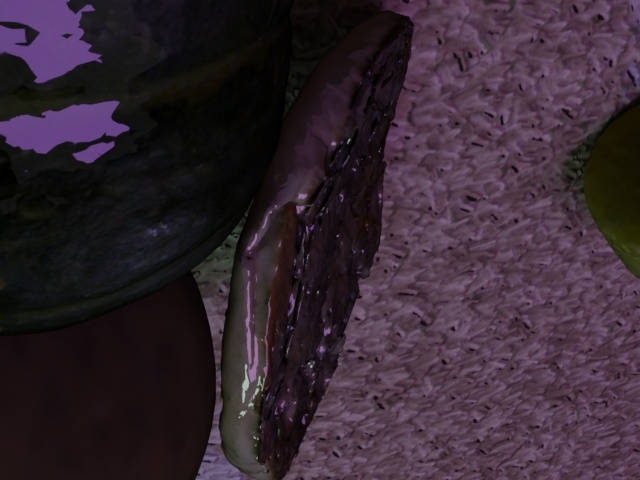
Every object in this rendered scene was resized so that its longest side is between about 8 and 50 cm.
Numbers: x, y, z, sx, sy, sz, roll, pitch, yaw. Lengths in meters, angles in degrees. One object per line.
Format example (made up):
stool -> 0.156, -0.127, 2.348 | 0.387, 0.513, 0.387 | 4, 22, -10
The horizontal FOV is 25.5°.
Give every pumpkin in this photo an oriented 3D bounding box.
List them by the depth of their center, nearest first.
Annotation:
pumpkin -> -0.113, -0.114, 0.511 | 0.207, 0.300, 0.300 | -6, 134, -21

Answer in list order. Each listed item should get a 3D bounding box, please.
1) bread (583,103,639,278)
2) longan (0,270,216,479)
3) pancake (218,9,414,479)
bread -> 0.260, -0.037, 1.057 | 0.129, 0.111, 0.114 | -38, 147, -2
longan -> -0.213, 0.087, 0.683 | 0.350, 0.288, 0.288 | -18, 140, -36
pancake -> 0.001, 0.001, 0.821 | 0.282, 0.049, 0.282 | 15, 90, -79
